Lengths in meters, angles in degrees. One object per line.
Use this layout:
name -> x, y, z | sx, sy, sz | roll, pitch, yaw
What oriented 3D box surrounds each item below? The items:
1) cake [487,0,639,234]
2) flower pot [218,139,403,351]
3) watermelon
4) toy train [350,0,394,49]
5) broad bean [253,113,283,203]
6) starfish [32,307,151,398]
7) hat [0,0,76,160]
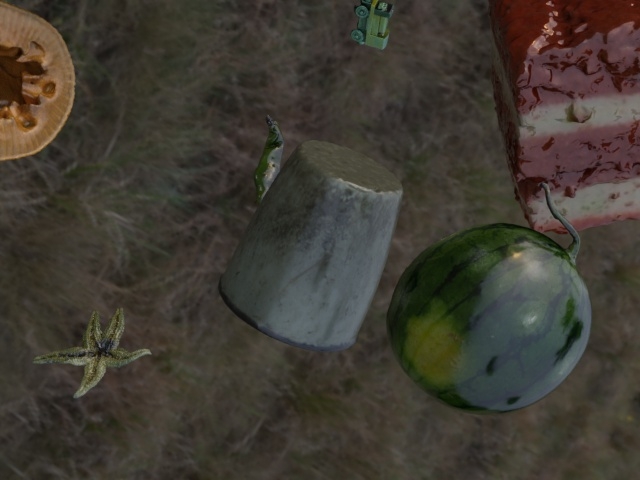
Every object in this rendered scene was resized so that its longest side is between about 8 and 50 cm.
cake -> 0.382, -0.198, 1.444 | 0.270, 0.269, 0.320 | -91, 171, -53
flower pot -> 0.000, 0.000, 1.990 | 0.293, 0.293, 0.330 | -5, 126, -55
watermelon -> 0.184, 0.090, 1.077 | 0.232, 0.127, 0.204 | -30, 108, 11
toy train -> 0.108, -0.457, 2.196 | 0.122, 0.081, 0.050 | 100, 13, -48
broad bean -> -0.108, -0.165, 2.210 | 0.061, 0.046, 0.195 | 20, 72, -51
starfish -> -0.388, 0.193, 1.790 | 0.223, 0.216, 0.050 | -80, 167, -56
hat -> -0.507, -0.207, 1.425 | 0.233, 0.233, 0.244 | 46, 57, -43
